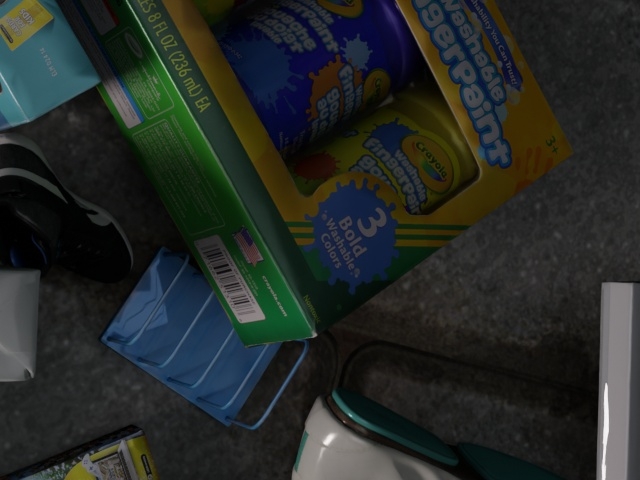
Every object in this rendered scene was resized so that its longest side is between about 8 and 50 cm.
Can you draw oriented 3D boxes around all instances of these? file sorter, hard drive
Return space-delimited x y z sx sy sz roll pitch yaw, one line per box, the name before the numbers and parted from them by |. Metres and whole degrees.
file sorter | -0.115 0.103 1.457 0.170 0.104 0.118 37 77 -20
hard drive | 0.372 0.223 1.632 0.233 0.047 0.353 3 90 -60

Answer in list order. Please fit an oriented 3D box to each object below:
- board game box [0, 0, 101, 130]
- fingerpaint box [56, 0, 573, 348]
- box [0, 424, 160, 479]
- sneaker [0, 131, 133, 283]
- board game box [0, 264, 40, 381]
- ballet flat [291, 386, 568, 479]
board game box | -0.341 -0.261 1.275 0.079 0.254 0.336 -33 102 -19
fingerpaint box | -0.011 -0.180 1.396 0.371 0.163 0.445 -33 100 -29
box | -0.222 0.325 1.444 0.159 0.044 0.233 -20 98 -22
sneaker | -0.254 0.007 1.355 0.079 0.121 0.217 -24 135 16
board game box | -0.385 0.063 1.232 0.224 0.303 0.097 3 89 -24
ballet flat | 0.135 0.280 1.559 0.400 0.139 0.139 25 81 -28
